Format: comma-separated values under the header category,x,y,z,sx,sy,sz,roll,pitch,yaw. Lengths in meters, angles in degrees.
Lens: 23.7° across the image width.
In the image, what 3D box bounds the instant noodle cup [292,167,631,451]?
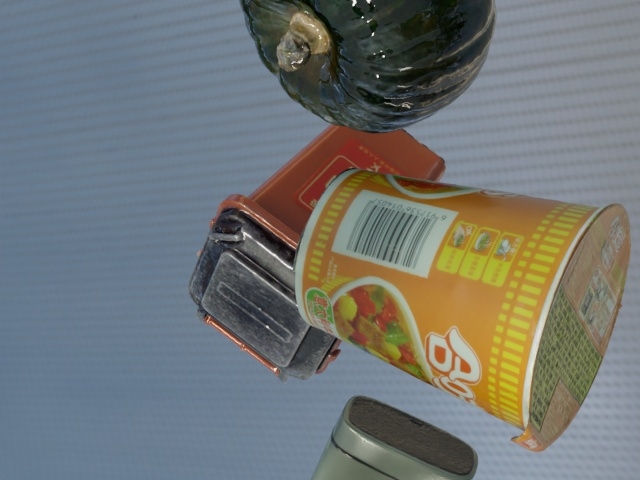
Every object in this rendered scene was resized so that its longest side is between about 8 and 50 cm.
category,x,y,z,sx,sy,sz,roll,pitch,yaw
instant noodle cup,0.088,0.031,1.009,0.185,0.168,0.168,18,135,26

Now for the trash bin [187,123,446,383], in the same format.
category,x,y,z,sx,sy,sz,roll,pitch,yaw
trash bin,0.000,0.000,1.436,0.161,0.239,0.184,36,143,7

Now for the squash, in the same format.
category,x,y,z,sx,sy,sz,roll,pitch,yaw
squash,0.032,-0.186,1.139,0.218,0.172,0.218,158,90,-81

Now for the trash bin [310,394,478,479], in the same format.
category,x,y,z,sx,sy,sz,roll,pitch,yaw
trash bin,0.049,0.205,1.228,0.116,0.059,0.130,26,120,3
